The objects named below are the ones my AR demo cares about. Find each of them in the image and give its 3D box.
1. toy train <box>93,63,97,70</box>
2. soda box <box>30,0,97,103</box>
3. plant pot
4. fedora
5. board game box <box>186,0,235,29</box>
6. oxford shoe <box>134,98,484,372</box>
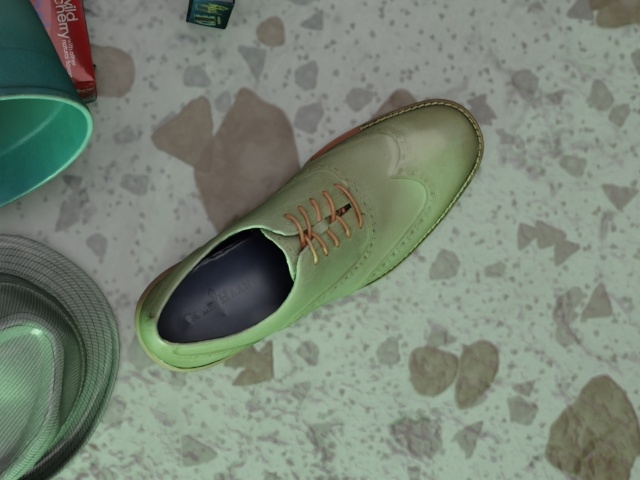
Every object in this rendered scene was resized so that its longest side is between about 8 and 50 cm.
[{"bbox_3d":[-0.262,-0.173,1.912,0.083,0.017,0.023,12,97,-5],"label":"toy train"},{"bbox_3d":[-0.275,-0.260,1.863,0.083,0.092,0.263,-10,84,-7],"label":"soda box"},{"bbox_3d":[-0.371,-0.169,1.702,0.272,0.271,0.255,-22,75,-5],"label":"plant pot"},{"bbox_3d":[-0.313,0.136,1.826,0.244,0.124,0.275,43,87,-16],"label":"fedora"},{"bbox_3d":[-0.091,-0.335,1.858,0.042,0.165,0.243,7,87,-5],"label":"board game box"},{"bbox_3d":[0.000,0.000,1.865,0.397,0.146,0.140,-38,91,-5],"label":"oxford shoe"}]
